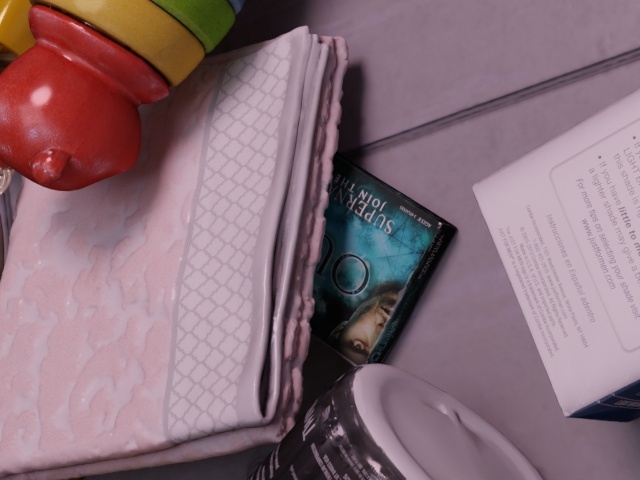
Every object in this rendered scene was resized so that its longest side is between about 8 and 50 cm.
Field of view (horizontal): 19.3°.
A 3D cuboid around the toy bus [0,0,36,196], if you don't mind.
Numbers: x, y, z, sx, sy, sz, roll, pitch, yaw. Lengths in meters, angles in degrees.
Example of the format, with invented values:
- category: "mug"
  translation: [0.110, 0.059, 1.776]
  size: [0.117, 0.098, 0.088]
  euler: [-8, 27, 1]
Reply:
- category: "toy bus"
  translation: [-0.254, -0.163, 1.525]
  size: [0.191, 0.104, 0.202]
  euler: [-38, 38, 15]

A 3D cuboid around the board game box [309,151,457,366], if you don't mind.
- category: "board game box"
  translation: [0.000, 0.000, 1.409]
  size: [0.186, 0.026, 0.126]
  euler: [34, 101, 33]

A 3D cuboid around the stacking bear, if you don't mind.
- category: "stacking bear"
  translation: [-0.143, -0.167, 1.395]
  size: [0.175, 0.164, 0.289]
  euler: [21, 79, 49]

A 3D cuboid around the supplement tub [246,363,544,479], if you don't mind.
- category: "supplement tub"
  translation: [-0.005, 0.265, 1.259]
  size: [0.338, 0.207, 0.207]
  euler: [-50, 59, 18]

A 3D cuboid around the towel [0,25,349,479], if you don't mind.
- category: "towel"
  translation: [-0.130, 0.013, 1.420]
  size: [0.317, 0.053, 0.332]
  euler: [-13, 59, 37]

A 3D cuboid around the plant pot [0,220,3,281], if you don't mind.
- category: "plant pot"
  translation: [-0.439, 0.018, 1.604]
  size: [0.284, 0.191, 0.284]
  euler: [-6, 80, 33]

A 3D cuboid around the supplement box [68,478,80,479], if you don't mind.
- category: "supplement box"
  translation: [-0.279, 0.270, 1.523]
  size: [0.080, 0.078, 0.233]
  euler: [25, 96, 34]

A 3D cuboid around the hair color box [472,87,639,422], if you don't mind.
- category: "hair color box"
  translation: [0.285, -0.035, 1.174]
  size: [0.347, 0.105, 0.174]
  euler: [-30, 68, 26]
